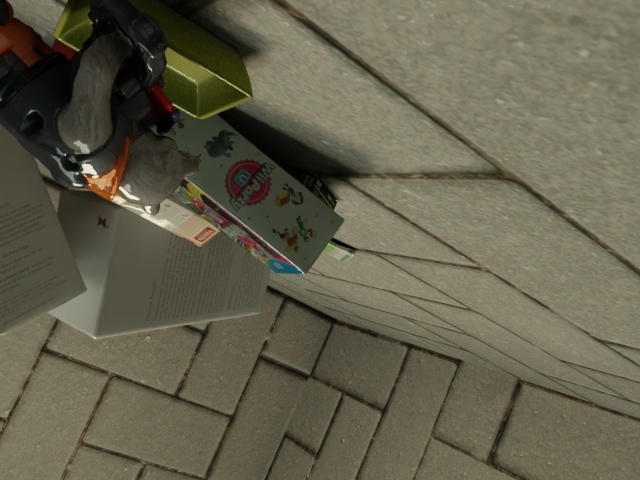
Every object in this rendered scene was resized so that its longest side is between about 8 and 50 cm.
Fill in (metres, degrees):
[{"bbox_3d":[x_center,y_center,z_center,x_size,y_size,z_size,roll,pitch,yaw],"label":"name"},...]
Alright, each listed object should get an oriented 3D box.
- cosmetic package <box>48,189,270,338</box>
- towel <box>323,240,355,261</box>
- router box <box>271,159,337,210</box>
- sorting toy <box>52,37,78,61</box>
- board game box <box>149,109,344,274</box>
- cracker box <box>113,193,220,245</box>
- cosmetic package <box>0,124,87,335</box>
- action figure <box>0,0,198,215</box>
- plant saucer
[{"bbox_3d":[-0.288,0.036,1.371,0.161,0.230,0.453,18,-171,31],"label":"cosmetic package"},{"bbox_3d":[0.000,0.000,1.542,0.152,0.023,0.113,27,169,-4],"label":"towel"},{"bbox_3d":[-0.034,-0.078,1.107,0.092,0.038,0.122,20,170,21],"label":"router box"},{"bbox_3d":[-0.348,-0.194,1.020,0.126,0.127,0.365,2,173,-33],"label":"sorting toy"},{"bbox_3d":[-0.135,-0.079,0.998,0.303,0.097,0.224,38,169,-9],"label":"board game box"},{"bbox_3d":[-0.270,-0.108,1.170,0.067,0.155,0.232,-36,133,28],"label":"cracker box"},{"bbox_3d":[-0.523,-0.075,1.060,0.217,0.156,0.385,15,128,46],"label":"cosmetic package"},{"bbox_3d":[-0.272,-0.139,0.674,0.330,0.178,0.341,36,165,-8],"label":"action figure"},{"bbox_3d":[-0.172,-0.201,0.734,0.188,0.045,0.188,28,170,-24],"label":"plant saucer"}]
